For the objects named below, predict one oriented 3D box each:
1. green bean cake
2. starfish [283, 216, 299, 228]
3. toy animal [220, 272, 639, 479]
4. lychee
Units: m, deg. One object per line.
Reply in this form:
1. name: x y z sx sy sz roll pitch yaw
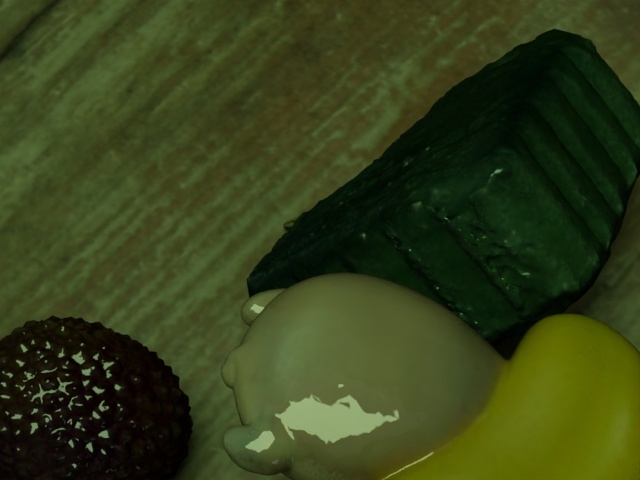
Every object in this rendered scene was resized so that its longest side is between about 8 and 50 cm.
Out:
1. green bean cake: 0.124 -0.020 1.468 0.300 0.169 0.308 -29 17 36
2. starfish: 0.000 0.000 1.595 0.091 0.028 0.078 29 76 27
3. toy animal: 0.080 0.198 1.294 0.345 0.247 0.277 13 56 3
4. lychee: -0.205 0.160 1.472 0.188 0.188 0.188 -4 64 9
